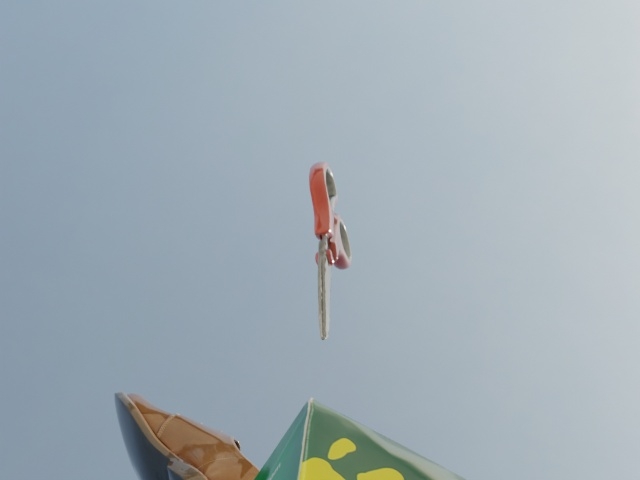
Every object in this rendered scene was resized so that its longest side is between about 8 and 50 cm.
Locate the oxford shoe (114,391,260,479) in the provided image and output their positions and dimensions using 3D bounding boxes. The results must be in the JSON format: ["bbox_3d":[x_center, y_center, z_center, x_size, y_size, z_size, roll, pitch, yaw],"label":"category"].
[{"bbox_3d":[-0.112,0.181,1.047,0.076,0.076,0.212,-21,-150,-28],"label":"oxford shoe"}]

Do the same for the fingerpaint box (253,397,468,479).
[{"bbox_3d":[0.039,0.364,0.702,0.371,0.444,0.163,28,-156,-9],"label":"fingerpaint box"}]

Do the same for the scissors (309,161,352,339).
[{"bbox_3d":[0.000,0.000,1.099,0.021,0.109,0.297,-11,-169,8],"label":"scissors"}]
